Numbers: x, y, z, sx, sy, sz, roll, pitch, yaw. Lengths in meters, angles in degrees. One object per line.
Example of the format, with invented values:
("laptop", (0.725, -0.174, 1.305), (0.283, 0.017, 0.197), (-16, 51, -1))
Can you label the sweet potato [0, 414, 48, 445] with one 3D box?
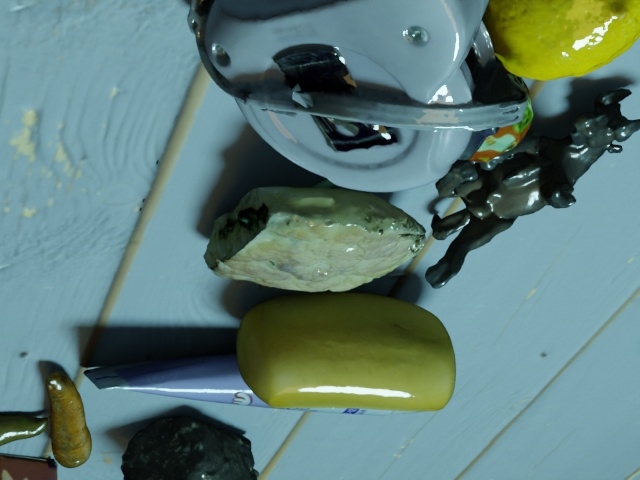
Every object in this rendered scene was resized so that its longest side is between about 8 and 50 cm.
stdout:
("sweet potato", (-0.417, 0.227, 1.564), (0.249, 0.059, 0.069), (-7, 137, -13))

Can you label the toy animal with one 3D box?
("toy animal", (0.173, -0.043, 1.256), (0.232, 0.084, 0.148), (-35, 168, 34))

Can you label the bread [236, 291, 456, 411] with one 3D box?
("bread", (0.027, 0.103, 1.420), (0.217, 0.147, 0.098), (0, 116, -16))

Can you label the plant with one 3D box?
("plant", (-0.135, 0.285, 1.668), (0.132, 0.129, 0.194), (-20, 145, 15))

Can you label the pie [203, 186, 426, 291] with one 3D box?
("pie", (0.000, 0.003, 1.274), (0.185, 0.052, 0.218), (11, 159, -22))

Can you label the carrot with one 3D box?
("carrot", (-0.270, 0.189, 1.554), (0.047, 0.047, 0.191), (-5, 147, -9))

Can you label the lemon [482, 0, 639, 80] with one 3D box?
("lemon", (0.178, -0.175, 1.025), (0.155, 0.114, 0.114), (-29, 144, 36))

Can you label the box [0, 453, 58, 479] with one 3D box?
("box", (-0.412, 0.493, 1.675), (0.122, 0.385, 0.344), (12, 143, -31))

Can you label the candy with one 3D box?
("candy", (0.051, -0.073, 1.216), (0.287, 0.078, 0.084), (-24, 117, 38))

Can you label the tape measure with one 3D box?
("tape measure", (0.030, -0.123, 1.022), (0.236, 0.120, 0.197), (-5, 134, 35))

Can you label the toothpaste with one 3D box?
("toothpaste", (-0.053, 0.139, 1.508), (0.371, 0.080, 0.125), (3, -177, -18))
